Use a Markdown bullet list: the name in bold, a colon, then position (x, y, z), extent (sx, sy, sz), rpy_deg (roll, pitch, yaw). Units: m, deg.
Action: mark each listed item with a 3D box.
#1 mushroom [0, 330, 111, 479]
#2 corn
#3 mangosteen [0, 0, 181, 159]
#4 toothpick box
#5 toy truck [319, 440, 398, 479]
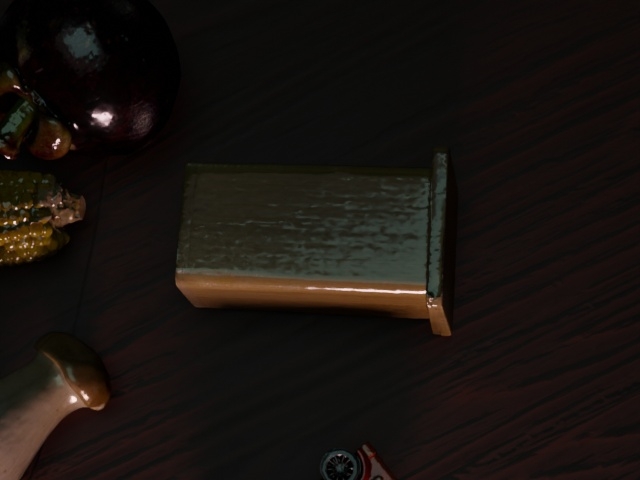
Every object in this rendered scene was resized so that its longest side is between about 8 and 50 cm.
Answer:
- **mushroom**: position (-0.388, 0.247, 1.646), extent (0.350, 0.128, 0.128), rpy_deg (-44, 79, -13)
- **corn**: position (-0.441, -0.020, 1.712), extent (0.322, 0.119, 0.119), rpy_deg (-4, 76, -1)
- **mangosteen**: position (-0.291, -0.187, 1.684), extent (0.228, 0.228, 0.265), rpy_deg (42, 64, 10)
- **toothpick box**: position (0.000, 0.000, 1.667), extent (0.308, 0.190, 0.187), rpy_deg (2, 77, 7)
- **toy truck**: position (-0.016, 0.340, 1.616), extent (0.253, 0.107, 0.114), rpy_deg (-41, 78, -8)
